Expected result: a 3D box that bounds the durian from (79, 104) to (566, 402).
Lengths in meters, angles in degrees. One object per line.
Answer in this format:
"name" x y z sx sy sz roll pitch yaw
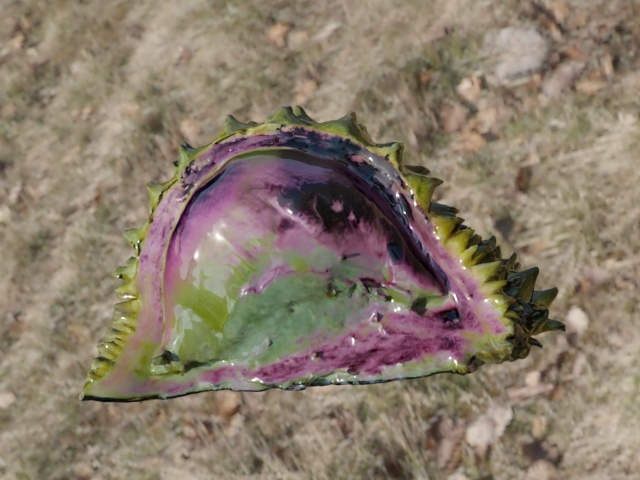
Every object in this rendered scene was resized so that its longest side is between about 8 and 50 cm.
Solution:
"durian" -0.001 -0.003 0.525 0.186 0.108 0.119 -8 8 10
